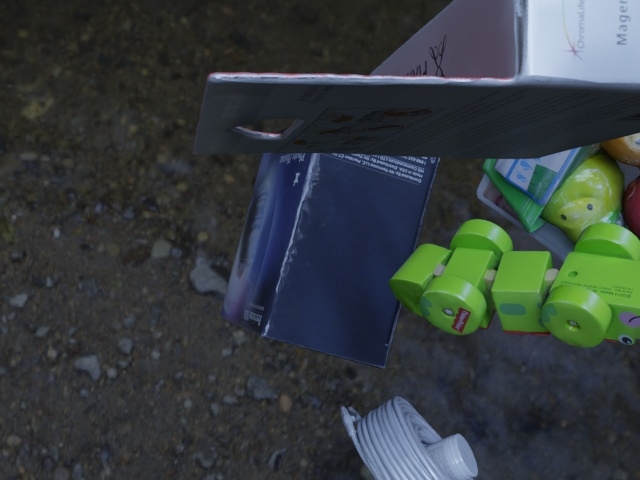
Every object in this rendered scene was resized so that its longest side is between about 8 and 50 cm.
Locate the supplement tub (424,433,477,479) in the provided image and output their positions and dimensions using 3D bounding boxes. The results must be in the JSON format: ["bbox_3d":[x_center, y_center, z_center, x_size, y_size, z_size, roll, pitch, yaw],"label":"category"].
[{"bbox_3d":[0.173,0.341,1.358,0.071,0.107,0.071,50,22,-29],"label":"supplement tub"}]

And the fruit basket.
[{"bbox_3d":[0.379,-0.071,1.088,0.165,0.327,0.353,-19,55,-41],"label":"fruit basket"}]

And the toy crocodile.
[{"bbox_3d":[0.219,0.054,0.923,0.340,0.105,0.115,3,45,34],"label":"toy crocodile"}]

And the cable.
[{"bbox_3d":[0.160,0.357,1.376,0.257,0.089,0.257,43,10,-38],"label":"cable"}]

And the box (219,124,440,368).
[{"bbox_3d":[0.000,0.000,1.256,0.182,0.296,0.294,15,85,-16],"label":"box"}]

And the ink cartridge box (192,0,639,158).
[{"bbox_3d":[0.057,-0.083,0.469,0.238,0.275,0.060,1,89,-9],"label":"ink cartridge box"}]
